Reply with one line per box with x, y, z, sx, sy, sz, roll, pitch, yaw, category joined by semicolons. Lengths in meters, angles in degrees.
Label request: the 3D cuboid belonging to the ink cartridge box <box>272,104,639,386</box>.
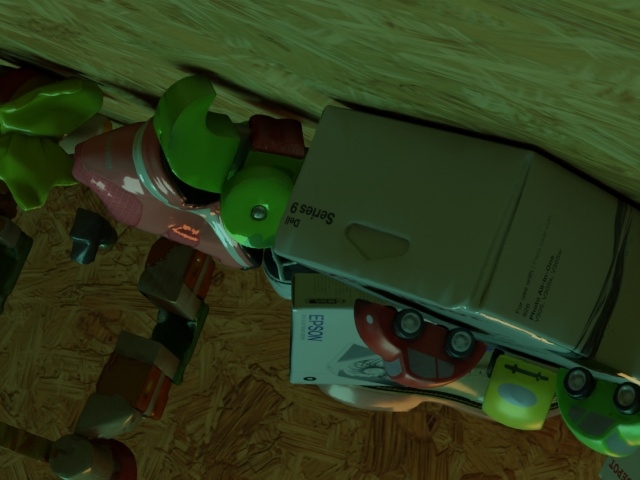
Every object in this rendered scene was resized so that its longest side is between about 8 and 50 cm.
0.142;0.015;1.368;0.211;0.121;0.289;16;174;44;ink cartridge box

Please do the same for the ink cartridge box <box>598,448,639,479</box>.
0.353;0.170;1.698;0.086;0.203;0.148;21;-168;-17;ink cartridge box

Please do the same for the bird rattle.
-0.333;-0.134;1.933;0.253;0.143;0.207;22;-166;26;bird rattle

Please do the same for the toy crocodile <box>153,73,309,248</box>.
0.019;-0.039;1.527;0.340;0.105;0.115;20;-155;-15;toy crocodile

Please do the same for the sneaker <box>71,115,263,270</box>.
-0.152;-0.053;1.929;0.136;0.116;0.314;-3;160;20;sneaker

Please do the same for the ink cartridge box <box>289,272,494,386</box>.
0.080;0.094;1.887;0.224;0.045;0.223;-1;156;-1;ink cartridge box

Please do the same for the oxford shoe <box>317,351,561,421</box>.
0.190;0.112;2.085;0.397;0.146;0.140;-1;-130;-25;oxford shoe

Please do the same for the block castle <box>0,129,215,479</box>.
-0.298;0.073;2.290;0.303;0.453;0.213;19;169;13;block castle

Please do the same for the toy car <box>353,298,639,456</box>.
0.158;0.111;1.327;0.225;0.053;0.239;15;174;41;toy car

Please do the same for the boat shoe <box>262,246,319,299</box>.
-0.003;0.003;2.008;0.105;0.113;0.306;53;170;-18;boat shoe
